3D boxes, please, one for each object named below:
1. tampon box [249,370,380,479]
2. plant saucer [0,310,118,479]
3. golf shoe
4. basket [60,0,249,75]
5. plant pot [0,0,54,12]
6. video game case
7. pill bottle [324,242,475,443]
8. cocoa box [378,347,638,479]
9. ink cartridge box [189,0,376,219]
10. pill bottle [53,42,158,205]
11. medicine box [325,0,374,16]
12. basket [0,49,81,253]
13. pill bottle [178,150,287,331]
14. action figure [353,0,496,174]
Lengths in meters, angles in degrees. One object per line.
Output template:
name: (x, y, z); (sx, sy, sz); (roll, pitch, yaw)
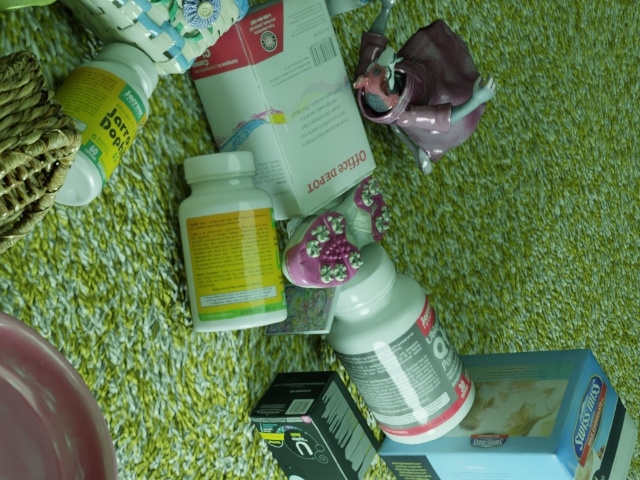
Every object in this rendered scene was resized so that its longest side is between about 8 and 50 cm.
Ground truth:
tampon box: (-0.007, 0.291, 1.846); (0.101, 0.120, 0.161); (-53, 124, -42)
plant saucer: (-0.370, 0.227, 1.337); (0.332, 0.084, 0.332); (43, 26, -27)
golf shoe: (0.000, 0.000, 1.870); (0.306, 0.140, 0.115); (-40, 114, -57)
basket: (-0.199, -0.379, 1.645); (0.255, 0.201, 0.289); (44, 62, -37)
plant pot: (-0.394, -0.392, 1.383); (0.276, 0.276, 0.253); (-29, 118, -50)
video game case: (-0.027, 0.104, 1.850); (0.011, 0.122, 0.087); (42, 54, -41)
pill bottle: (0.113, 0.163, 1.974); (0.318, 0.176, 0.176); (59, 44, -27)
cocoa box: (0.321, 0.344, 2.070); (0.228, 0.347, 0.231); (55, 46, -30)
ink cartridge box: (-0.059, -0.207, 1.853); (0.226, 0.131, 0.306); (-34, 112, -49)
pill bottle: (-0.292, -0.155, 1.560); (0.117, 0.118, 0.208); (53, 46, -32)
medicine box: (0.049, -0.534, 2.028); (0.289, 0.149, 0.263); (-36, 112, -49)
basket: (-0.396, -0.049, 1.335); (0.299, 0.214, 0.223); (-44, 118, -45)
pill bottle: (-0.129, 0.001, 1.726); (0.136, 0.136, 0.245); (-8, 91, -52)
action figure: (0.130, -0.256, 2.002); (0.248, 0.276, 0.370); (53, 30, 12)
